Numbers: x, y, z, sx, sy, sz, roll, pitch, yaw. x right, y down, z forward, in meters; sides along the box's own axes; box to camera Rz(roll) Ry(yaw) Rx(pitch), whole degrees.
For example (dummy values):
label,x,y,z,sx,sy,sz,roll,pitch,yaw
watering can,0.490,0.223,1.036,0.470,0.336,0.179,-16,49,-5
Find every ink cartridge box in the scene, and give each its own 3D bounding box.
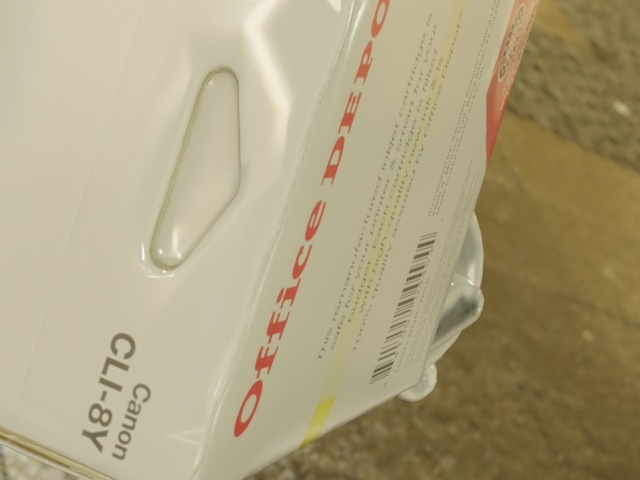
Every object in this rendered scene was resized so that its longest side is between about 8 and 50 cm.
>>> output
label,x,y,z,sx,sy,sz,roll,pitch,yaw
ink cartridge box,-0.028,-0.054,0.935,0.160,0.279,0.385,20,9,14

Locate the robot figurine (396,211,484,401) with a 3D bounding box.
label,x,y,z,sx,sy,sz,roll,pitch,yaw
robot figurine,0.000,0.000,1.567,0.300,0.200,0.353,64,-12,-21
